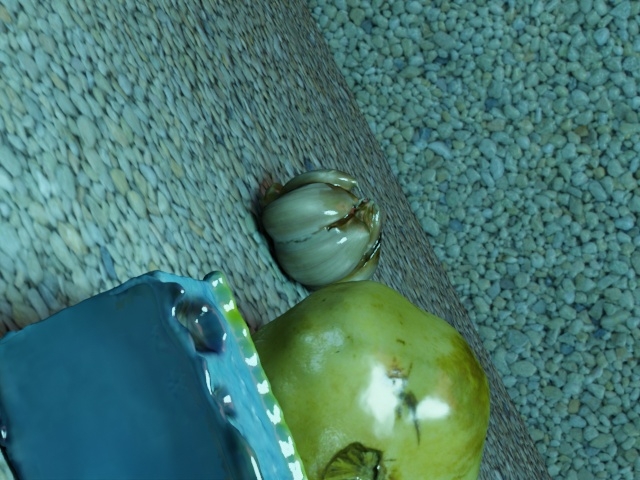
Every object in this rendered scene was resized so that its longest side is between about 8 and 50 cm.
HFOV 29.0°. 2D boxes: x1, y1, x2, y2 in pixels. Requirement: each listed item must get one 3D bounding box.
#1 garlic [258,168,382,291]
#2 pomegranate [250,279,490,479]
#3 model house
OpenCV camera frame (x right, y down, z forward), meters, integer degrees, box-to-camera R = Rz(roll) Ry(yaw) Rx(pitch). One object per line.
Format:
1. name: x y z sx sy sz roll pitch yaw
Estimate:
1. garlic: 0.000 0.000 1.932 0.160 0.191 0.214 -36 113 -49
2. pomegranate: 0.040 0.213 1.502 0.332 0.332 0.332 55 18 -28
3. model house: -0.138 0.169 1.151 0.237 0.215 0.303 66 11 9
